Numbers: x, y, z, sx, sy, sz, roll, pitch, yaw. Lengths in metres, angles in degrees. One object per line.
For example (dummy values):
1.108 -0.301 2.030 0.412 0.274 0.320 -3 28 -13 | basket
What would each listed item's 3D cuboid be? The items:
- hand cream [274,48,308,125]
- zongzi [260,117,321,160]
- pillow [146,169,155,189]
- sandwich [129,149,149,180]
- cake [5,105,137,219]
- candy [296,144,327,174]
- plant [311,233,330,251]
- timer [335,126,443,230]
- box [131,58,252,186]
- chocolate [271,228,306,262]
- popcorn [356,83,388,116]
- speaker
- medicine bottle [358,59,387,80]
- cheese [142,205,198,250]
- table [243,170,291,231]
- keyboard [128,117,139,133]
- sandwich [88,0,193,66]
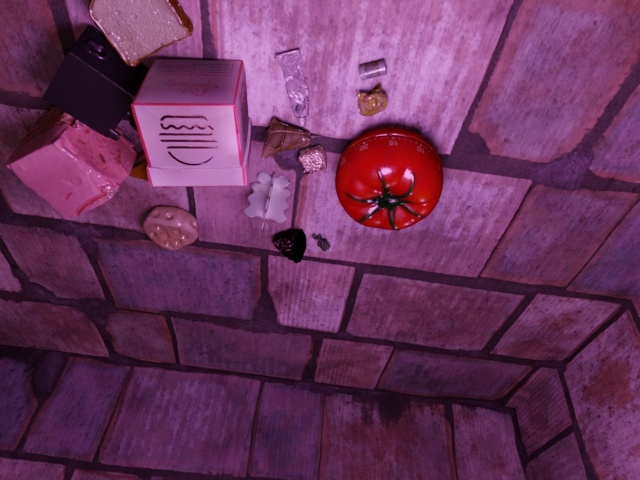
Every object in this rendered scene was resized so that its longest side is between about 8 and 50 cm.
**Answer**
-0.080 -0.500 1.528 0.084 0.050 0.257 -6 130 10 | hand cream
-0.108 -0.326 1.625 0.189 0.178 0.081 18 154 -13 | zongzi
-0.538 -0.278 1.709 0.051 0.229 0.128 44 151 13 | pillow
-0.645 -0.325 1.732 0.144 0.117 0.187 17 138 -16 | sandwich
-0.872 -0.301 1.647 0.293 0.306 0.314 -18 133 22 | cake
-0.031 -0.300 1.715 0.110 0.085 0.095 -20 126 13 | candy
0.000 0.000 2.065 0.051 0.051 0.102 -28 114 32 | plant
0.240 -0.216 1.630 0.378 0.279 0.378 3 140 3 | timer
-0.392 -0.380 1.487 0.314 0.312 0.300 0 135 -3 | box
-0.150 0.011 2.051 0.133 0.156 0.156 11 141 24 | chocolate
0.171 -0.457 1.521 0.097 0.089 0.109 -13 159 -34 | popcorn
-0.707 -0.504 1.499 0.254 0.184 0.232 33 131 -31 | speaker
0.165 -0.539 1.456 0.083 0.047 0.047 -9 136 15 | medicine bottle
-0.656 -0.054 2.031 0.235 0.117 0.218 20 137 -16 | cheese
-0.206 -0.150 1.810 0.167 0.198 0.166 4 137 3 | table
-0.628 -0.380 1.619 0.025 0.230 0.093 -44 125 -7 | keyboard
-0.538 -0.666 1.370 0.251 0.087 0.226 -19 134 21 | sandwich
